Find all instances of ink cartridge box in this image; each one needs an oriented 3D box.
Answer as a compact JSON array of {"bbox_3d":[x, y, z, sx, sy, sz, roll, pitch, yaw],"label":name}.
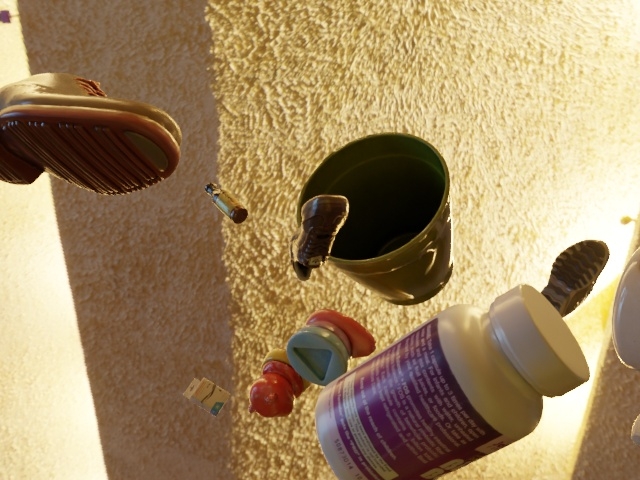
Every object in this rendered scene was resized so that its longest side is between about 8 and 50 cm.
[{"bbox_3d":[-0.236,0.320,1.244,0.083,0.048,0.028,31,-39,2],"label":"ink cartridge box"}]

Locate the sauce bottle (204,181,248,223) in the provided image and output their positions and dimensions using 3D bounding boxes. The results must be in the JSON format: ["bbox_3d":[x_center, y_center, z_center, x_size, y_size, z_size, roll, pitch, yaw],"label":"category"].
[{"bbox_3d":[-0.199,-0.081,1.249,0.128,0.042,0.042,40,-55,35],"label":"sauce bottle"}]

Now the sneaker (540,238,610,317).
[{"bbox_3d":[0.645,0.095,1.525,0.115,0.105,0.281,-14,-37,-31],"label":"sneaker"}]

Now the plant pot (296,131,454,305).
[{"bbox_3d":[0.181,-0.015,1.496,0.367,0.366,0.353,-17,-38,17],"label":"plant pot"}]

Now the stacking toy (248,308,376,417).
[{"bbox_3d":[0.008,0.313,1.235,0.279,0.130,0.309,40,-51,2],"label":"stacking toy"}]

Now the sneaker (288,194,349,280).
[{"bbox_3d":[0.000,0.000,0.851,0.066,0.071,0.188,0,-21,-15],"label":"sneaker"}]

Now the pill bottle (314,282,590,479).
[{"bbox_3d":[0.151,0.181,0.718,0.302,0.169,0.169,-39,-75,27],"label":"pill bottle"}]

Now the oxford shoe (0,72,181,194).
[{"bbox_3d":[-0.270,-0.135,0.646,0.349,0.130,0.123,9,-31,31],"label":"oxford shoe"}]

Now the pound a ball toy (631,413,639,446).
[{"bbox_3d":[0.659,0.246,0.926,0.319,0.136,0.208,4,-52,41],"label":"pound a ball toy"}]

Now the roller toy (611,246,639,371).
[{"bbox_3d":[0.502,0.098,0.810,0.209,0.146,0.191,13,-91,-41],"label":"roller toy"}]
